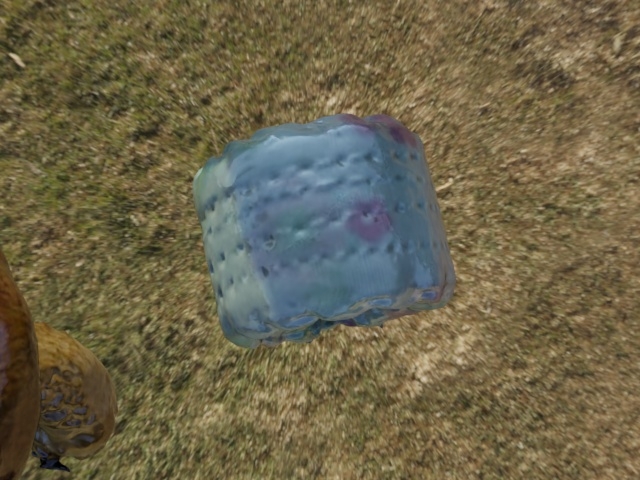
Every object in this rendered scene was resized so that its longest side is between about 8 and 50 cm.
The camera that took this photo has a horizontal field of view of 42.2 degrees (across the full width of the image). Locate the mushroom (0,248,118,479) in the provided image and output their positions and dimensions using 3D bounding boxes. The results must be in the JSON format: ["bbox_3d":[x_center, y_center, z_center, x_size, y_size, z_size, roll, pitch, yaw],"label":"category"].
[{"bbox_3d":[-0.289,0.085,0.628,0.267,0.254,0.268,3,102,14],"label":"mushroom"}]

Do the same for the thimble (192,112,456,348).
[{"bbox_3d":[0.000,0.000,0.653,0.185,0.211,0.149,-11,80,-14],"label":"thimble"}]
